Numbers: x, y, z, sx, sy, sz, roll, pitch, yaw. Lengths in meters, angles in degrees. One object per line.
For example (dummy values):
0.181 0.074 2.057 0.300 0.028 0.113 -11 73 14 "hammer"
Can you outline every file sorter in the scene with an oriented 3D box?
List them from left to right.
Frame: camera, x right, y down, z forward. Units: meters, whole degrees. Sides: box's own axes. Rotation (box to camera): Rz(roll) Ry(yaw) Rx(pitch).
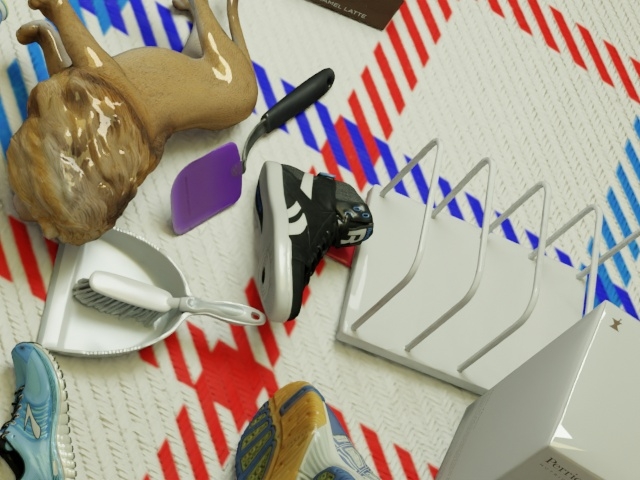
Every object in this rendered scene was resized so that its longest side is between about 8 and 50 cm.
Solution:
0.191 0.038 1.568 0.278 0.173 0.193 22 57 -14 "file sorter"

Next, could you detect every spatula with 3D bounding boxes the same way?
-0.066 -0.113 1.611 0.030 0.084 0.296 19 44 24 "spatula"

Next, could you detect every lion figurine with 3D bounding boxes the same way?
-0.170 -0.155 1.538 0.392 0.142 0.240 -25 79 -35 "lion figurine"

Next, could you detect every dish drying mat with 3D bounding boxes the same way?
0.018 0.007 1.613 0.083 0.008 0.032 28 56 -9 "dish drying mat"

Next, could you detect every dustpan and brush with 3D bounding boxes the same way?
-0.161 0.061 1.473 0.211 0.060 0.147 17 58 -16 "dustpan and brush"

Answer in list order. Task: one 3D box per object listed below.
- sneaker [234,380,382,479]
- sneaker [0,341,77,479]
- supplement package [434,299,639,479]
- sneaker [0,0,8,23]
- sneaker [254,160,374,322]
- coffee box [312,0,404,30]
0.011 0.243 1.378 0.131 0.112 0.296 40 9 -26 "sneaker"
-0.271 0.169 1.367 0.073 0.063 0.162 -4 65 -22 "sneaker"
0.246 0.221 1.428 0.177 0.293 0.175 33 56 -4 "supplement package"
-0.399 -0.251 1.538 0.144 0.053 0.059 24 59 -10 "sneaker"
0.000 0.000 1.533 0.121 0.079 0.217 8 43 -13 "sneaker"
0.052 -0.396 1.785 0.141 0.098 0.246 19 58 -13 "coffee box"
